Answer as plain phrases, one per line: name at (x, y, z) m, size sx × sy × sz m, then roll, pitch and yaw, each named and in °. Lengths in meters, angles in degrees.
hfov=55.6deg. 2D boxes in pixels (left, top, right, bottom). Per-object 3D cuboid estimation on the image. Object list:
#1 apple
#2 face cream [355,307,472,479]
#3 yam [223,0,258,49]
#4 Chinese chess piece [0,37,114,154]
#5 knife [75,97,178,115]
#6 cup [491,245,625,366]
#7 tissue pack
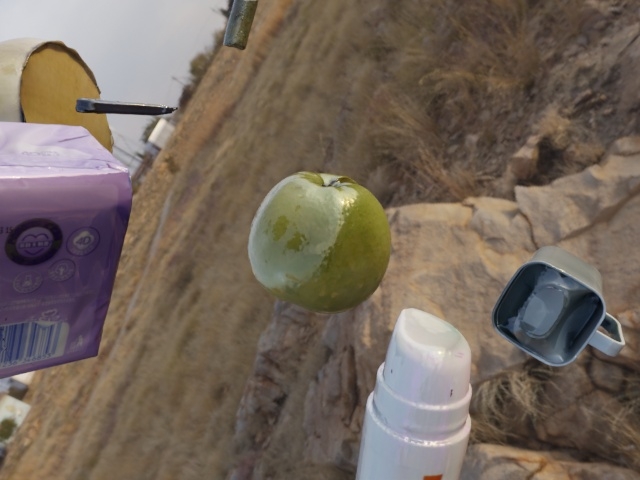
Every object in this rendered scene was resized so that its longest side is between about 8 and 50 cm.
apple at (0.000, 0.000, 1.201) m, size 0.292 × 0.291 × 0.254 m, roll -113°, pitch 30°, yaw -71°
face cream at (0.084, 0.239, 0.599) m, size 0.102 × 0.101 × 0.346 m, roll -101°, pitch 16°, yaw -67°
yam at (-0.136, -0.374, 1.034) m, size 0.043 × 0.043 × 0.094 m, roll -127°, pitch 53°, yaw -73°
Chinese chess piece at (-0.410, -0.166, 0.898) m, size 0.257 × 0.104 × 0.257 m, roll -5°, pitch -90°, yaw -81°
knife at (-0.234, -0.161, 0.741) m, size 0.031 × 0.121 × 0.018 m, roll 20°, pitch 108°, yaw 58°
cup at (0.268, 0.073, 0.662) m, size 0.129 × 0.128 × 0.095 m, roll -22°, pitch -40°, yaw -61°
tissue pack at (-0.372, 0.015, 0.549) m, size 0.160 × 0.338 × 0.242 m, roll 40°, pitch 121°, yaw 35°
